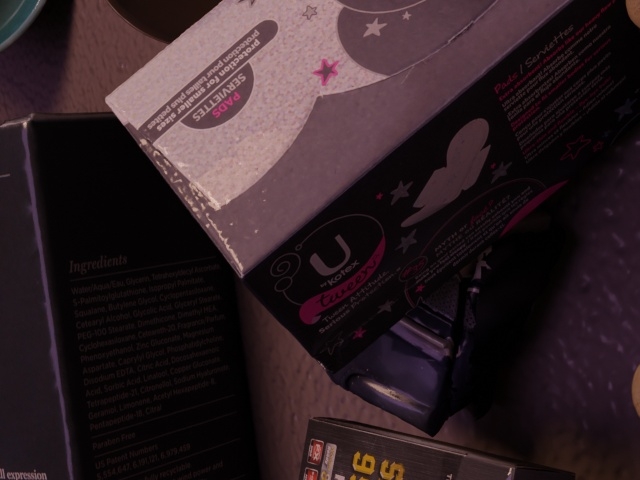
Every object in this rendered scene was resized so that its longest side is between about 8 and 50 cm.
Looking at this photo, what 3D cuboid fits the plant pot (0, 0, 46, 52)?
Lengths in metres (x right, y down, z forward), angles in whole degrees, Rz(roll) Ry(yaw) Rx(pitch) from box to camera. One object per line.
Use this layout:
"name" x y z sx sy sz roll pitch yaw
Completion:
"plant pot" -0.425 -0.318 1.264 0.255 0.271 0.272 -148 58 -62

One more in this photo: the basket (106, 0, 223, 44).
"basket" -0.071 -0.215 0.809 0.227 0.154 0.204 -89 16 -68

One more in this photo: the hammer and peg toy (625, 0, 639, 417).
"hammer and peg toy" 0.241 0.026 0.503 0.266 0.127 0.361 -11 74 53

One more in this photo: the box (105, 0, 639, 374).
"box" 0.035 -0.080 0.694 0.247 0.142 0.163 -39 56 -2

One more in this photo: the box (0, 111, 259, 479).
"box" -0.244 0.103 1.080 0.293 0.212 0.395 -6 93 37

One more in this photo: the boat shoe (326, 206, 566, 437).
"boat shoe" 0.000 0.000 0.861 0.340 0.127 0.158 33 118 40

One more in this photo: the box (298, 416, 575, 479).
"box" 0.049 0.233 0.735 0.183 0.056 0.231 4 83 52
